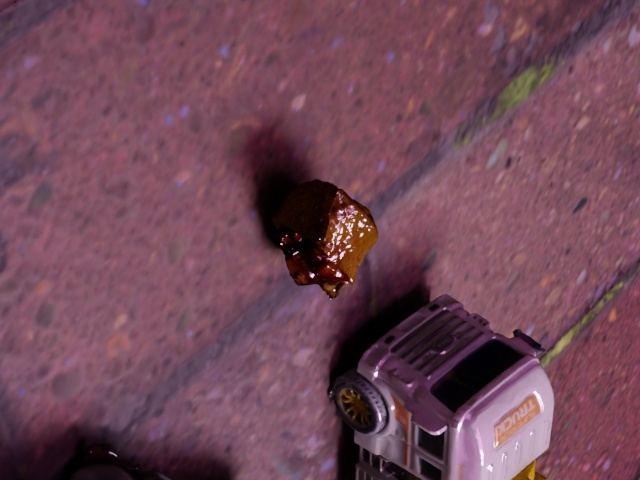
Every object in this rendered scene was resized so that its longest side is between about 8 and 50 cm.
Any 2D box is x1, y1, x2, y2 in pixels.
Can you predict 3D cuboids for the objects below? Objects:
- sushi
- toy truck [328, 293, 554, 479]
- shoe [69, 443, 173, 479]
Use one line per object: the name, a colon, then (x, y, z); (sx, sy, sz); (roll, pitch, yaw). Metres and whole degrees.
sushi: (0.000, 0.000, 0.882); (0.047, 0.050, 0.099); (-59, 157, -10)
toy truck: (0.078, 0.150, 1.045); (0.098, 0.114, 0.227); (-34, 138, -36)
shoe: (-0.088, 0.158, 0.861); (0.099, 0.125, 0.227); (-34, -177, 22)
